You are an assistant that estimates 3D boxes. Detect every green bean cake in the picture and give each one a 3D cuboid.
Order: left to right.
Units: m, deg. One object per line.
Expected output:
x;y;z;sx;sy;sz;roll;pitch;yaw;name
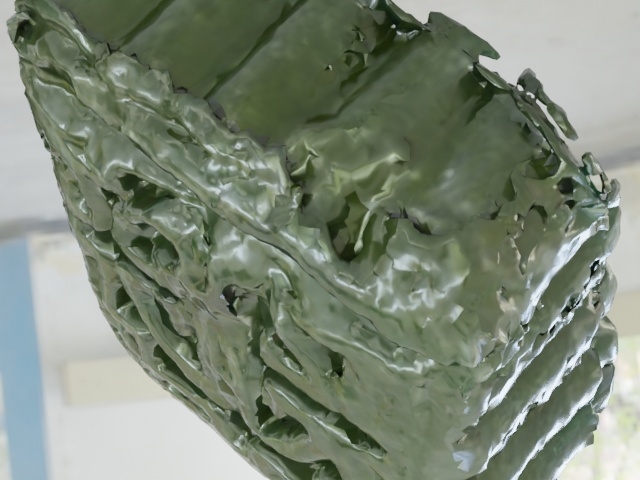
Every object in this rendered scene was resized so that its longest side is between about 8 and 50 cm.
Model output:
0.000;0.000;0.686;0.132;0.241;0.255;-43;154;-21;green bean cake
